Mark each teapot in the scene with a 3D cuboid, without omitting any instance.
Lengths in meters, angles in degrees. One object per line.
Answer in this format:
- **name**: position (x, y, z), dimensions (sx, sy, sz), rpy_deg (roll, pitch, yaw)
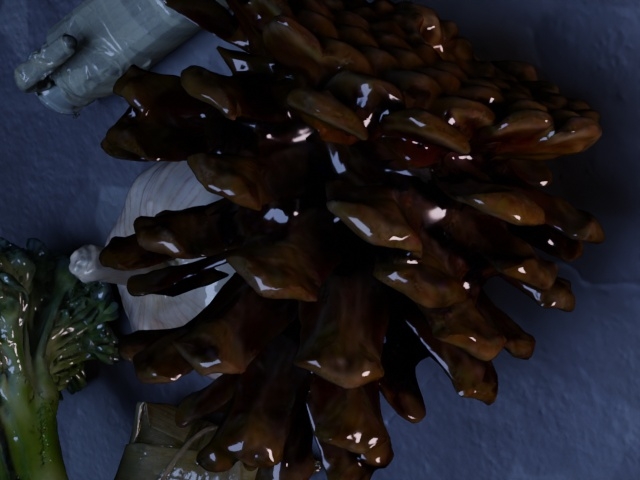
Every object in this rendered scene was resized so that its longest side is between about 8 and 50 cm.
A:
- **teapot**: position (-0.171, -0.174, 1.599), dimensions (0.200, 0.107, 0.077), rpy_deg (-32, 84, 36)

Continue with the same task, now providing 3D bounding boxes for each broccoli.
- **broccoli**: position (-0.252, 0.110, 1.639), dimensions (0.274, 0.177, 0.198), rpy_deg (-109, 14, -52)

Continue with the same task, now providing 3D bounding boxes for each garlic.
- **garlic**: position (-0.114, 0.026, 1.533), dimensions (0.199, 0.226, 0.199), rpy_deg (4, 97, 34)

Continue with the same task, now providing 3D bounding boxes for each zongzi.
- **zongzi**: position (-0.102, 0.234, 1.643), dimensions (0.176, 0.078, 0.160), rpy_deg (19, 89, 22)

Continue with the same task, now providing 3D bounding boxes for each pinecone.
- **pinecone**: position (0.000, 0.000, 1.351), dimensions (0.384, 0.384, 0.384), rpy_deg (9, 105, 34)
